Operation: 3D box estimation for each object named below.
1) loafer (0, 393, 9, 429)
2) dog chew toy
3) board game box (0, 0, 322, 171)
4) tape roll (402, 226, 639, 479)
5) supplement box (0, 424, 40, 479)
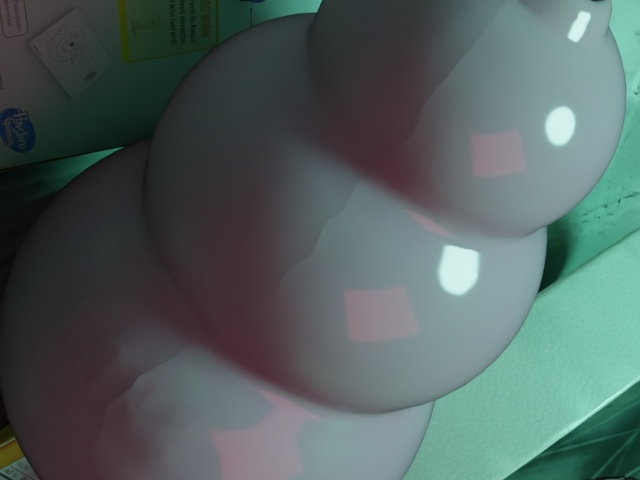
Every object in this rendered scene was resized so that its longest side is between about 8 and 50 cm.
[{"bbox_3d":[-0.270,-0.006,0.652,0.133,0.130,0.366,-25,140,24],"label":"loafer"},{"bbox_3d":[0.000,0.000,0.651,0.206,0.207,0.332,9,137,-39],"label":"dog chew toy"},{"bbox_3d":[-0.012,-0.158,0.672,0.316,0.064,0.242,-11,142,-13],"label":"board game box"},{"bbox_3d":[0.081,0.119,0.950,0.392,0.072,0.392,-35,172,-5],"label":"tape roll"},{"bbox_3d":[-0.157,0.147,0.979,0.080,0.078,0.233,-27,144,8],"label":"supplement box"}]
